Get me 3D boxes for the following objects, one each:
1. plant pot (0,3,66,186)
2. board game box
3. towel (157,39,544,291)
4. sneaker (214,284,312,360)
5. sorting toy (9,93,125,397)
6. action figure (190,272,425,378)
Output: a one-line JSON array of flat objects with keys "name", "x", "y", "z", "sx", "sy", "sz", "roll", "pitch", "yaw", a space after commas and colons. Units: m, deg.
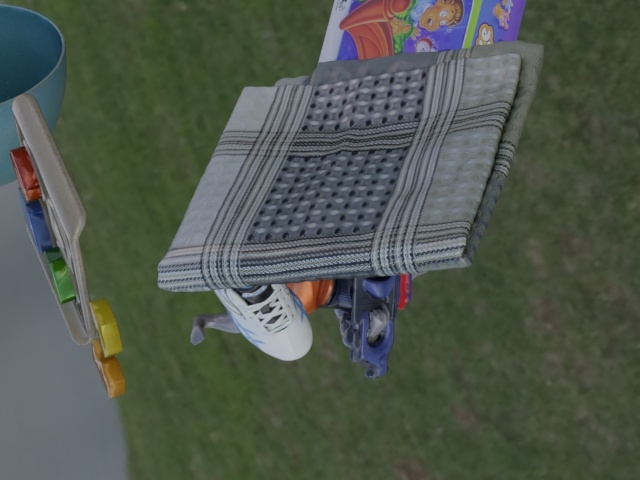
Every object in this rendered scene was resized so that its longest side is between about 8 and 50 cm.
[{"name": "plant pot", "x": -0.508, "y": -0.190, "z": 2.086, "sx": 0.290, "sy": 0.290, "sz": 0.195, "roll": 46, "pitch": 149, "yaw": 42}, {"name": "board game box", "x": 0.097, "y": -0.170, "z": 1.637, "sx": 0.233, "sy": 0.078, "sz": 0.347, "roll": 5, "pitch": 77, "yaw": 45}, {"name": "towel", "x": 0.032, "y": -0.081, "z": 1.321, "sx": 0.312, "sy": 0.324, "sz": 0.056, "roll": -6, "pitch": 128, "yaw": 28}, {"name": "sneaker", "x": -0.074, "y": 0.060, "z": 1.605, "sx": 0.237, "sy": 0.085, "sz": 0.086, "roll": 60, "pitch": -178, "yaw": -35}, {"name": "sorting toy", "x": -0.290, "y": 0.015, "z": 1.582, "sx": 0.229, "sy": 0.041, "sz": 0.307, "roll": 99, "pitch": 149, "yaw": -51}, {"name": "action figure", "x": 0.000, "y": 0.000, "z": 1.875, "sx": 0.178, "sy": 0.330, "sz": 0.342, "roll": 15, "pitch": 97, "yaw": 58}]
